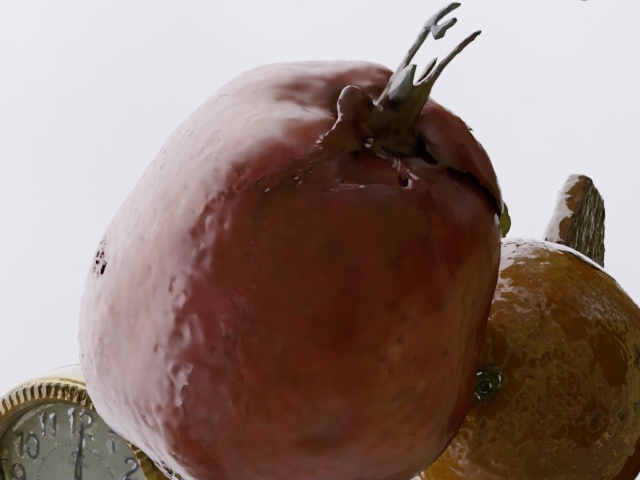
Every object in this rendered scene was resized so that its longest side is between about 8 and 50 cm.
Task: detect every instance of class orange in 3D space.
[{"bbox_3d":[0.121,0.093,0.890,0.206,0.206,0.206,-21,-42,-21],"label":"orange"}]

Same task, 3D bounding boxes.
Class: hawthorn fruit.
[{"bbox_3d":[0.000,0.000,0.701,0.211,0.211,0.299,-5,-46,-35],"label":"hawthorn fruit"}]

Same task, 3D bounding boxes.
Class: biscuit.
[{"bbox_3d":[0.288,0.098,1.652,0.359,0.046,0.359,8,-90,-70],"label":"biscuit"}]

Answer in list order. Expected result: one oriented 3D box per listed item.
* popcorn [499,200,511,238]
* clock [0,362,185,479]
[{"bbox_3d":[0.145,-0.014,1.560,0.126,0.125,0.145,-10,-19,-10],"label":"popcorn"},{"bbox_3d":[-0.212,0.268,1.358,0.200,0.244,0.316,-30,-56,-65],"label":"clock"}]
